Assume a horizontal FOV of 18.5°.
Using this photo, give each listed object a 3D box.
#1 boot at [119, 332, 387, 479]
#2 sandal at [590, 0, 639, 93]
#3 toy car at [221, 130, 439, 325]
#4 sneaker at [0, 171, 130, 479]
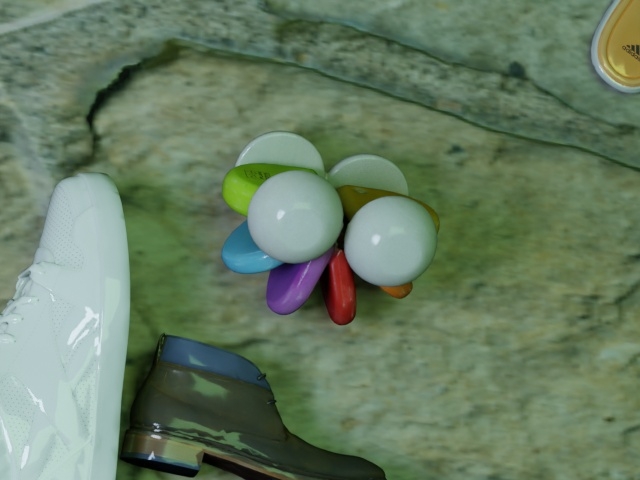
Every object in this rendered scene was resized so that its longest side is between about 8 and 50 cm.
[{"bbox_3d":[-0.043,0.143,1.566,0.219,0.082,0.106,12,75,-14],"label":"boot"},{"bbox_3d":[0.342,-0.245,1.798,0.102,0.076,0.265,35,68,-8],"label":"sandal"},{"bbox_3d":[0.000,0.000,1.599,0.182,0.159,0.136,14,109,-16],"label":"toy car"},{"bbox_3d":[-0.240,0.081,1.501,0.169,0.108,0.292,7,76,-20],"label":"sneaker"}]
